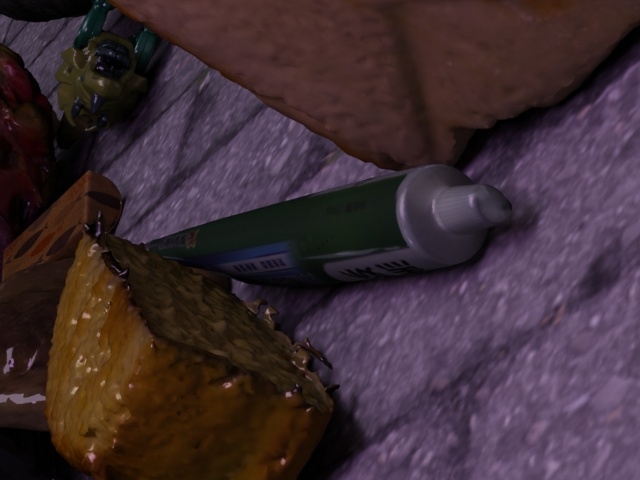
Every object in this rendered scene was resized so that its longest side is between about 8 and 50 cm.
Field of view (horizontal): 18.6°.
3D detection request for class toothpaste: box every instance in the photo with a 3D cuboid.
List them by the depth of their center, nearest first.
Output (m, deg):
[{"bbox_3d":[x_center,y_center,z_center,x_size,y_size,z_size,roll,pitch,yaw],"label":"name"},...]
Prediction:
[{"bbox_3d":[0.000,0.000,1.270,0.392,0.098,0.061,-13,66,59],"label":"toothpaste"}]

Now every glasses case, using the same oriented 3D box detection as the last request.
[{"bbox_3d":[-0.251,0.003,1.884,0.170,0.041,0.065,-37,43,42],"label":"glasses case"}]

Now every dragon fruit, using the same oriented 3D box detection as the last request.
[{"bbox_3d":[-0.418,-0.106,2.047,0.314,0.296,0.263,-32,37,47],"label":"dragon fruit"}]

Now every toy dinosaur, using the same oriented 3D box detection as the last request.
[{"bbox_3d":[-0.231,-0.166,2.024,0.153,0.094,0.259,-69,12,-20],"label":"toy dinosaur"}]

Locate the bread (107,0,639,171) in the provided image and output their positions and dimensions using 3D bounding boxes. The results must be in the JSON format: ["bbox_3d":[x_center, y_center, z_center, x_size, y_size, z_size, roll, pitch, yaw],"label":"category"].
[{"bbox_3d":[0.025,-0.289,1.207,0.279,0.390,0.371,-42,24,47],"label":"bread"}]

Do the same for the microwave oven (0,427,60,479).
[{"bbox_3d":[-0.288,0.181,1.539,0.129,0.163,0.205,-55,22,12],"label":"microwave oven"}]

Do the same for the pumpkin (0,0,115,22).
[{"bbox_3d":[-0.292,-0.363,2.117,0.291,0.257,0.327,-18,4,-12],"label":"pumpkin"}]

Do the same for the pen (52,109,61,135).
[{"bbox_3d":[-0.340,-0.132,2.290,0.032,0.040,0.233,-61,16,-11],"label":"pen"}]

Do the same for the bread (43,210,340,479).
[{"bbox_3d":[-0.093,0.100,1.238,0.147,0.160,0.260,-61,26,8],"label":"bread"}]

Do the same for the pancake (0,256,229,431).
[{"bbox_3d":[-0.180,0.060,1.487,0.241,0.050,0.242,-14,28,7],"label":"pancake"}]
